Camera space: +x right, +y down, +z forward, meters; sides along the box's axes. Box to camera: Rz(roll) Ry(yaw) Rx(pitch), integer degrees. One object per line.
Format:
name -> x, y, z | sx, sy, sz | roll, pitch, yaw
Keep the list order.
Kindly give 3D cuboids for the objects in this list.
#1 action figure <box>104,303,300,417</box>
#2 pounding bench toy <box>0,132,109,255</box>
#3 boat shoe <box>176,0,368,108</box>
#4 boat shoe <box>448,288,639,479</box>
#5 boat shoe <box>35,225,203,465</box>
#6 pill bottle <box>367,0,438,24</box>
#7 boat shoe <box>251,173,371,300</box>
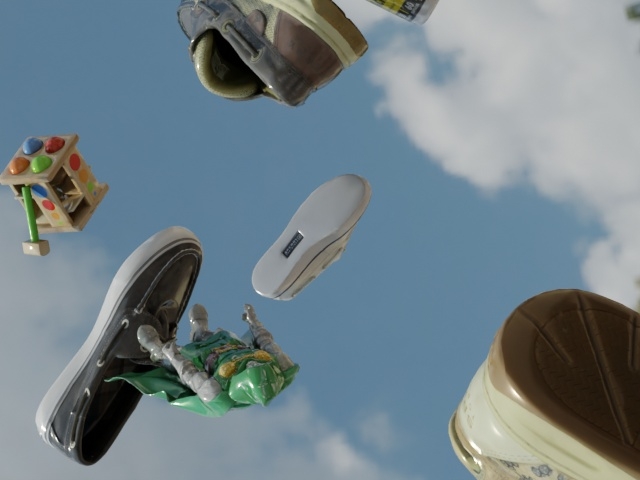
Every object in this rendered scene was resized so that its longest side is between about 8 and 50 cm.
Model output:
action figure -> -0.078, 0.094, 1.361 | 0.137, 0.232, 0.063 | -24, -76, -19
pounding bench toy -> -0.217, -0.037, 1.360 | 0.065, 0.052, 0.083 | 62, -141, -35
boat shoe -> -0.050, -0.126, 1.097 | 0.073, 0.223, 0.080 | -46, -64, -11
boat shoe -> 0.185, 0.130, 0.724 | 0.285, 0.089, 0.104 | 38, -131, 11
boat shoe -> -0.164, 0.097, 1.527 | 0.228, 0.076, 0.080 | -54, -39, 0
pill bottle -> 0.030, -0.195, 1.154 | 0.116, 0.065, 0.065 | 25, -127, -5
boat shoe -> 0.000, 0.000, 1.103 | 0.035, 0.100, 0.035 | 47, -167, 34
